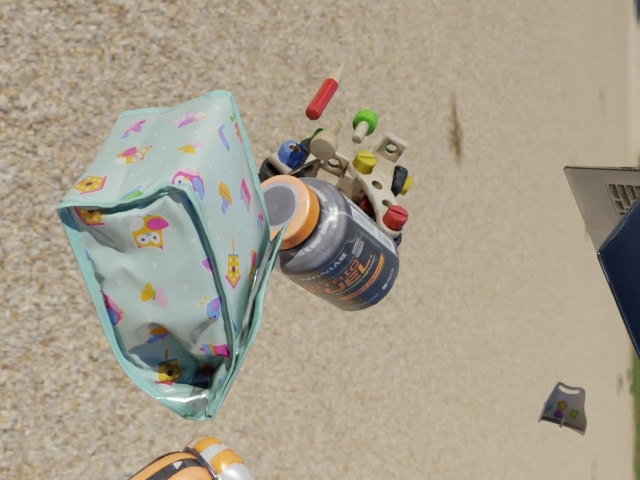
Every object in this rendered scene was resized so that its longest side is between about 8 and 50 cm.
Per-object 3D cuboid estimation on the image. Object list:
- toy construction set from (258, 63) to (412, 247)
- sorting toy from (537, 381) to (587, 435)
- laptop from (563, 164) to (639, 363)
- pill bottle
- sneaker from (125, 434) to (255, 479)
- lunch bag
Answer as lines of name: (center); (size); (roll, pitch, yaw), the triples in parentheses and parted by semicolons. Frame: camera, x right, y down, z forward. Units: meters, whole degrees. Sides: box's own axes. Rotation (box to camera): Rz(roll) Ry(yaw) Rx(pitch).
toy construction set: (0.039, -0.138, 1.500); (0.237, 0.257, 0.309); (-64, 161, -47)
sorting toy: (0.413, 0.279, 1.576); (0.045, 0.083, 0.075); (-114, -138, -82)
laptop: (0.456, 0.109, 1.395); (0.382, 0.236, 0.408); (65, -13, -13)
pill bottle: (0.000, 0.000, 1.200); (0.245, 0.130, 0.131); (36, 56, -57)
sneaker: (-0.114, 0.318, 0.707); (0.180, 0.124, 0.321); (-26, 110, -32)
lunch bag: (-0.125, 0.017, 0.926); (0.223, 0.160, 0.262); (-79, 155, -59)
